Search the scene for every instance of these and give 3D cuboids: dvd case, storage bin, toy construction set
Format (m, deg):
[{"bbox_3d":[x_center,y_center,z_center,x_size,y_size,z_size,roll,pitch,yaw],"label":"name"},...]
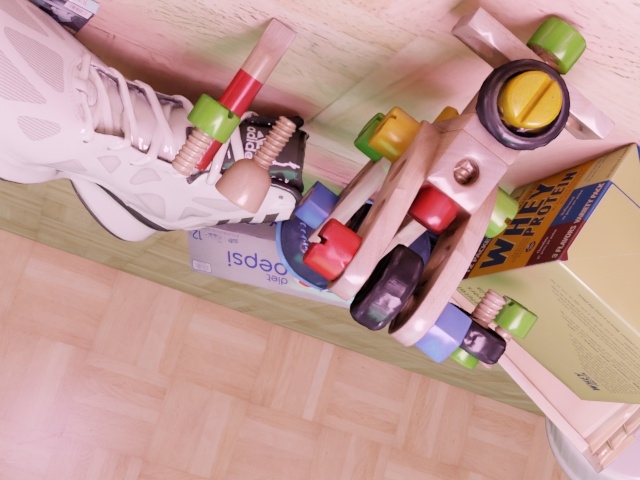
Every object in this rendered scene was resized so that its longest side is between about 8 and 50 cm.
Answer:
[{"bbox_3d":[-0.265,-0.220,0.798,0.087,0.013,0.119,24,167,-27],"label":"dvd case"},{"bbox_3d":[0.287,0.139,1.063,0.262,0.123,0.260,49,-178,29],"label":"storage bin"},{"bbox_3d":[0.063,-0.079,0.642,0.309,0.237,0.257,36,-173,17],"label":"toy construction set"}]

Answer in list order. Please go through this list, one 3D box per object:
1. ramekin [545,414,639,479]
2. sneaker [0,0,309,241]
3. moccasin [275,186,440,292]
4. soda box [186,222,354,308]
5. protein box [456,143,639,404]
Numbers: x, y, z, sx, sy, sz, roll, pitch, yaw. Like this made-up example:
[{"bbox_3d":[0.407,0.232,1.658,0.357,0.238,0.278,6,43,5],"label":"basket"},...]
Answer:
[{"bbox_3d":[0.474,0.252,1.265,0.277,0.277,0.135,12,158,22],"label":"ramekin"},{"bbox_3d":[-0.153,-0.122,0.815,0.258,0.169,0.447,-5,163,15],"label":"sneaker"},{"bbox_3d":[0.093,0.005,1.077,0.117,0.137,0.342,-10,168,42],"label":"moccasin"},{"bbox_3d":[-0.046,0.014,1.237,0.286,0.098,0.091,12,124,19],"label":"soda box"},{"bbox_3d":[0.271,0.043,0.807,0.200,0.136,0.201,41,162,-8],"label":"protein box"}]
